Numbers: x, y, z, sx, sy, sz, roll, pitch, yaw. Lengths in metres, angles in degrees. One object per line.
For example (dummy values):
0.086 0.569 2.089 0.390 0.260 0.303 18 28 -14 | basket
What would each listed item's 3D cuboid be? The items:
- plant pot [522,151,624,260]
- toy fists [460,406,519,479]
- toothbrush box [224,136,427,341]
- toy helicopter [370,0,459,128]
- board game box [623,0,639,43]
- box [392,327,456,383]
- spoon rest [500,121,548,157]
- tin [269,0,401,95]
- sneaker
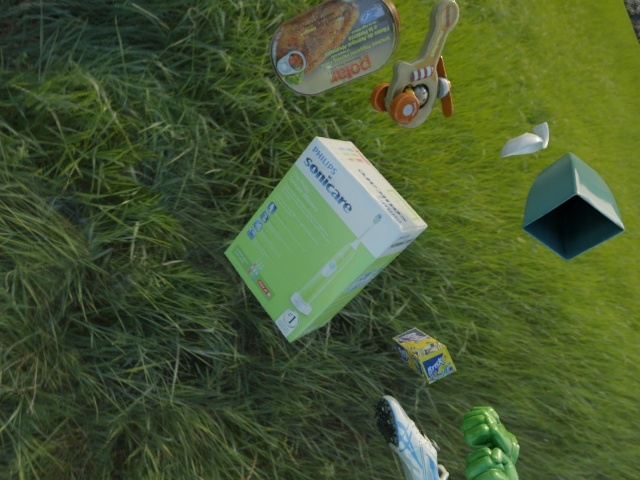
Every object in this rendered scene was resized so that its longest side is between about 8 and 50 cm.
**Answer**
0.656 -0.108 1.253 0.165 0.165 0.234 33 49 -11 | plant pot
0.401 0.506 1.106 0.142 0.096 0.279 40 28 -8 | toy fists
0.000 0.000 0.813 0.206 0.283 0.122 50 28 17 | toothbrush box
0.313 -0.493 1.362 0.235 0.140 0.355 4 117 -32 | toy helicopter
0.558 -0.455 0.672 0.291 0.232 0.141 31 72 -38 | board game box
0.201 0.224 0.946 0.059 0.169 0.054 -23 94 -7 | box
0.723 -0.336 1.648 0.276 0.137 0.084 -30 95 -39 | spoon rest
0.018 -0.265 0.643 0.106 0.189 0.040 65 35 -22 | tin
0.171 0.378 0.898 0.086 0.085 0.237 -31 110 -15 | sneaker
